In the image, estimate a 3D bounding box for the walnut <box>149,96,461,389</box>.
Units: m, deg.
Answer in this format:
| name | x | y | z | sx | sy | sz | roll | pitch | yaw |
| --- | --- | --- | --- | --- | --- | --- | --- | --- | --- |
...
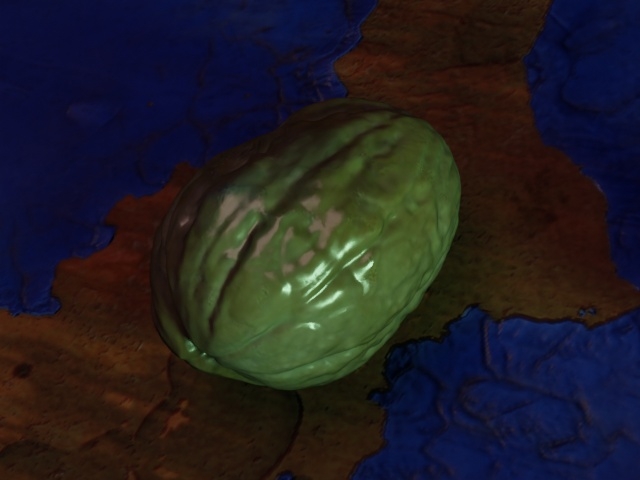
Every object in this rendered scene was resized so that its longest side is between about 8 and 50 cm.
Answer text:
| name | x | y | z | sx | sy | sz | roll | pitch | yaw |
| --- | --- | --- | --- | --- | --- | --- | --- | --- | --- |
| walnut | -0.001 | -0.002 | 1.016 | 0.178 | 0.178 | 0.230 | 25 | 56 | 39 |
